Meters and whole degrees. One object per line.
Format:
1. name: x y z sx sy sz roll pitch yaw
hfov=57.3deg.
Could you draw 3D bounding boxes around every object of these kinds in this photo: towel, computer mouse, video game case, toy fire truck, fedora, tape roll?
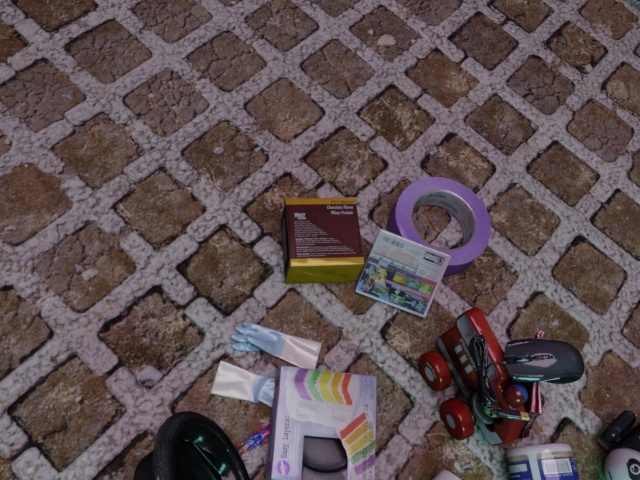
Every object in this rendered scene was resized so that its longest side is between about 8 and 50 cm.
1. towel: 0.509 0.352 1.407 0.031 0.275 0.198 6 62 16
2. computer mouse: 0.453 0.290 1.249 0.262 0.060 0.184 6 63 -5
3. video game case: 0.217 0.087 1.553 0.201 0.023 0.183 21 100 -1
4. toy fire truck: 0.381 0.332 1.394 0.170 0.254 0.302 -18 69 -17
5. fedora: -0.277 0.534 1.217 0.153 0.334 0.334 -28 69 16
6. tape roll: 0.333 -0.040 1.653 0.275 0.090 0.274 4 65 -8

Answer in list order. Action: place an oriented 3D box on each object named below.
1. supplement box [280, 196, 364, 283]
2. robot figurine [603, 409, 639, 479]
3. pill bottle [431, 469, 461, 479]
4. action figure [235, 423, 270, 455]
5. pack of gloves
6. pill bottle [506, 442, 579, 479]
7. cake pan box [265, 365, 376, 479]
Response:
1. supplement box: 0.000 0.000 1.551 0.192 0.129 0.194 -1 66 -11
2. robot figurine: 0.822 0.534 1.422 0.278 0.209 0.173 -29 109 -21
3. pill bottle: 0.236 0.630 1.296 0.229 0.131 0.131 -40 77 -24
4. action figure: -0.140 0.459 1.368 0.115 0.030 0.038 -26 67 -22
5. pack of gloves: -0.128 0.306 1.432 0.232 0.046 0.195 16 63 -2
6. pill bottle: 0.528 0.611 1.346 0.153 0.153 0.264 0 65 -10
7. cake pan box: 0.006 0.439 1.368 0.246 0.070 0.266 10 65 -11
